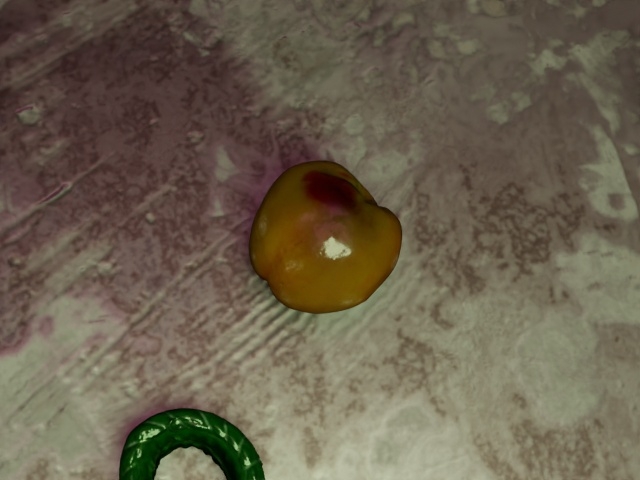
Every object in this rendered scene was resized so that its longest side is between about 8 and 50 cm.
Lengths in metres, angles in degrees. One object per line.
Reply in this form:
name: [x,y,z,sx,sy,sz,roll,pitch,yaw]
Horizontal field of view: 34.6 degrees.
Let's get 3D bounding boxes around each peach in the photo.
peach: [0.000,0.000,0.936,0.138,0.138,0.138,2,70,-5]

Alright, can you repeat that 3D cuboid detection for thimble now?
thimble: [-0.107,0.208,0.868,0.118,0.090,0.130,-10,72,-11]
